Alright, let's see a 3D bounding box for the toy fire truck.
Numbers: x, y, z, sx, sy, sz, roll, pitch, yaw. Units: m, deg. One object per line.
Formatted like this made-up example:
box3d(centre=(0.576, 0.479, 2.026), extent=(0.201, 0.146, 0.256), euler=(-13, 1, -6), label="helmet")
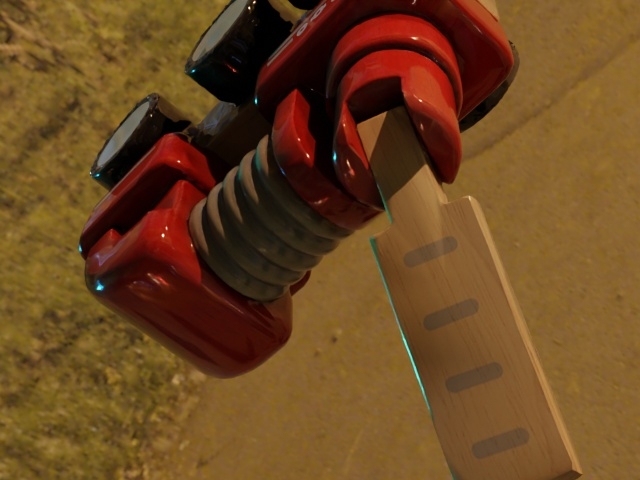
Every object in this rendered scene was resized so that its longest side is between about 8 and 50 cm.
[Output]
box3d(centre=(0.000, 0.000, 0.438), extent=(0.217, 0.158, 0.246), euler=(-41, 23, 25), label="toy fire truck")
